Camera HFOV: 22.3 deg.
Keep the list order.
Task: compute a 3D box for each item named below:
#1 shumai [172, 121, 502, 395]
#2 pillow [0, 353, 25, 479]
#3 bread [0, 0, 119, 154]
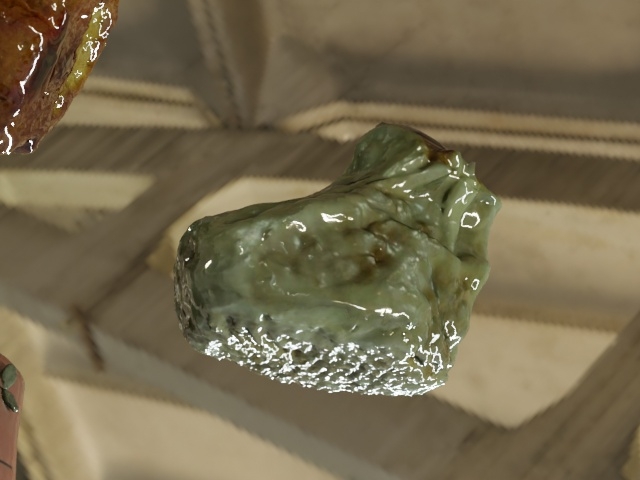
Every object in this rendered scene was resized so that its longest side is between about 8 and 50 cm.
[{"bbox_3d":[0.000,0.000,1.293,0.260,0.222,0.225,15,-17,-38],"label":"shumai"},{"bbox_3d":[-0.312,0.140,1.383,0.075,0.179,0.171,-28,-50,24],"label":"pillow"},{"bbox_3d":[-0.294,-0.200,1.566,0.135,0.232,0.247,30,-71,7],"label":"bread"}]
